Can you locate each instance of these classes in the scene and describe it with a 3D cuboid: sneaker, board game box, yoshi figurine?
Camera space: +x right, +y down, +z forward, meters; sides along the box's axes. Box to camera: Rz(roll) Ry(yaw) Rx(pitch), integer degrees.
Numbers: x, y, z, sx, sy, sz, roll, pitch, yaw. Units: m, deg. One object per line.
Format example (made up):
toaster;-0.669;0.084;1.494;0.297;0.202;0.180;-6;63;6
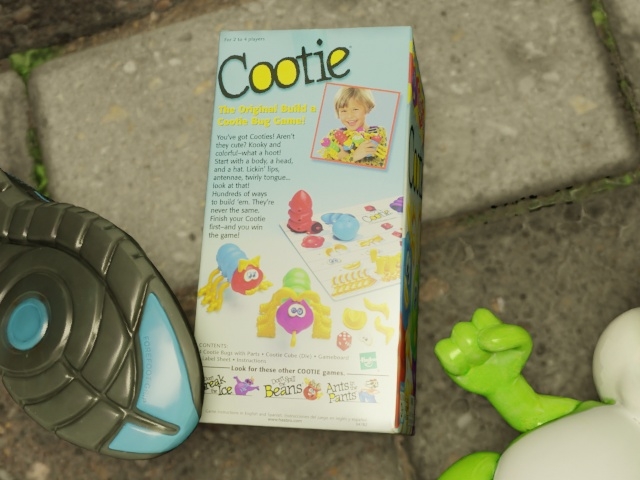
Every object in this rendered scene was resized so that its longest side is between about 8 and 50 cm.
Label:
sneaker;-0.181;0.035;0.662;0.341;0.139;0.125;37;87;34
board game box;0.000;0.000;0.676;0.144;0.142;0.276;1;78;11
yoshi figurine;0.183;0.116;0.544;0.362;0.203;0.204;-42;104;-19
